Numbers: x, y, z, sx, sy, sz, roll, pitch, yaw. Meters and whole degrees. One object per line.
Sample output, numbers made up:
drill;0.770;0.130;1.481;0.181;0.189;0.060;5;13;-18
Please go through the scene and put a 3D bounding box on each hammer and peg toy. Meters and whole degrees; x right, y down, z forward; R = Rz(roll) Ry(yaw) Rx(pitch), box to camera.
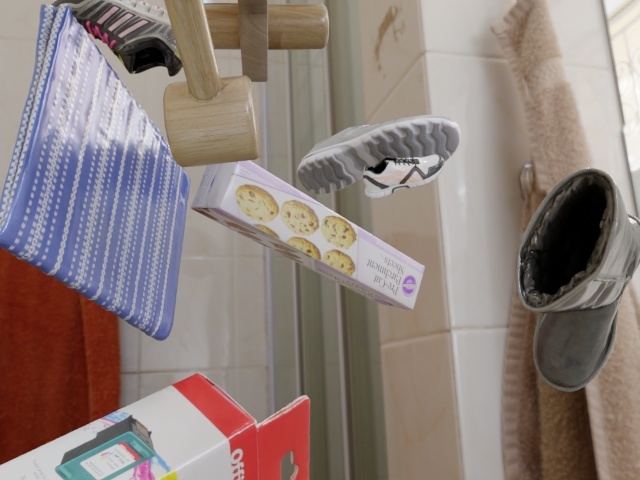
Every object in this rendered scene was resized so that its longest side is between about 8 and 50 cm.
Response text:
hammer and peg toy;-0.049;-0.249;0.425;0.127;0.361;0.266;-3;-25;-6

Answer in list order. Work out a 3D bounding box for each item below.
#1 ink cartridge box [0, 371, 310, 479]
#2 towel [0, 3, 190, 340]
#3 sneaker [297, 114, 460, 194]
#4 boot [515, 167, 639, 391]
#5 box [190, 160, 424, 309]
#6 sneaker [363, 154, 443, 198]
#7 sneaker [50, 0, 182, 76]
ink cartridge box;-0.116;0.186;0.410;0.231;0.134;0.078;-20;32;-38
towel;-0.221;-0.045;0.651;0.040;0.243;0.336;-3;-23;8
sneaker;0.094;-0.169;1.033;0.281;0.115;0.105;-9;-49;20
boot;0.201;0.046;0.482;0.076;0.190;0.208;18;8;27
box;0.000;0.000;0.726;0.324;0.067;0.063;30;-16;-37
sneaker;0.106;-0.090;0.780;0.109;0.040;0.044;-20;-56;0
sneaker;-0.226;-0.231;0.692;0.170;0.075;0.063;12;-12;-6
